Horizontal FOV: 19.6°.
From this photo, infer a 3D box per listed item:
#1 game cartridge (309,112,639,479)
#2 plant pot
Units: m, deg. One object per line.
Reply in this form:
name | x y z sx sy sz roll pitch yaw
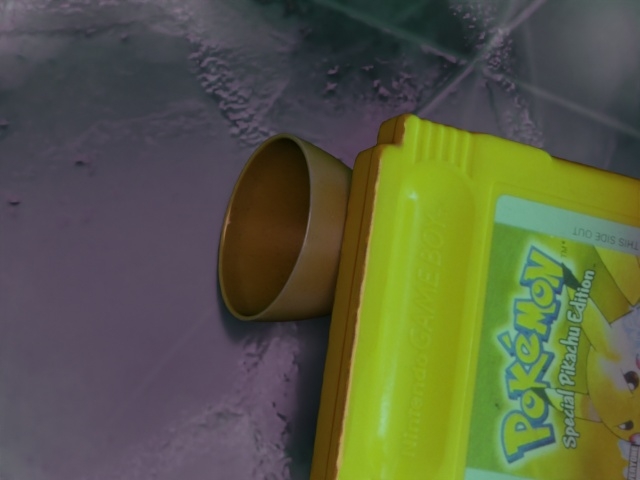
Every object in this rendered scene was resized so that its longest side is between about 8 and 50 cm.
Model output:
game cartridge | 0.157 0.082 1.286 0.324 0.053 0.285 13 78 -27
plant pot | 0.000 0.000 1.313 0.095 0.134 0.134 14 77 -28
